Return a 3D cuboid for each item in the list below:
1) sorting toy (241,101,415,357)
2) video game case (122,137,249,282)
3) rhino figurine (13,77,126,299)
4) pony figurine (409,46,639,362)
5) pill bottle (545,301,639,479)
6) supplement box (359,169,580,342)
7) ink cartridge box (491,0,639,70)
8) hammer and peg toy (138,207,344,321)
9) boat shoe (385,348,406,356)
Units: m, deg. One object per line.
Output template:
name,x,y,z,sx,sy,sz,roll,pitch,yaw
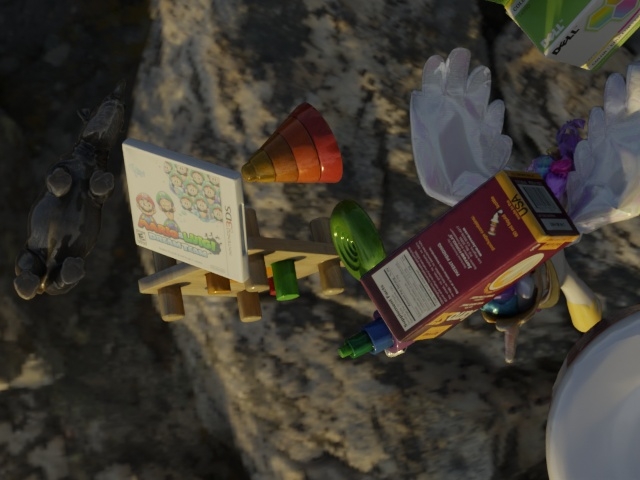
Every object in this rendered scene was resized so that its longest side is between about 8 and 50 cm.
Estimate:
sorting toy,0.000,0.000,1.723,0.126,0.127,0.366,-24,89,-19
video game case,-0.152,-0.034,1.434,0.157,0.019,0.143,19,131,27
rhino figurine,-0.244,-0.052,1.272,0.073,0.106,0.243,21,83,-12
pony figurine,0.269,-0.038,1.518,0.302,0.363,0.351,5,91,21
pill bottle,0.311,0.162,1.096,0.224,0.392,0.224,0,88,11
supplement box,0.148,0.017,1.253,0.188,0.104,0.081,-39,72,25
ink cartridge box,0.297,-0.311,1.484,0.189,0.255,0.097,-49,60,28
hammer and peg toy,-0.085,0.052,2.045,0.266,0.361,0.127,-20,74,36
boat shoe,0.127,0.132,1.860,0.035,0.100,0.035,-15,116,37
